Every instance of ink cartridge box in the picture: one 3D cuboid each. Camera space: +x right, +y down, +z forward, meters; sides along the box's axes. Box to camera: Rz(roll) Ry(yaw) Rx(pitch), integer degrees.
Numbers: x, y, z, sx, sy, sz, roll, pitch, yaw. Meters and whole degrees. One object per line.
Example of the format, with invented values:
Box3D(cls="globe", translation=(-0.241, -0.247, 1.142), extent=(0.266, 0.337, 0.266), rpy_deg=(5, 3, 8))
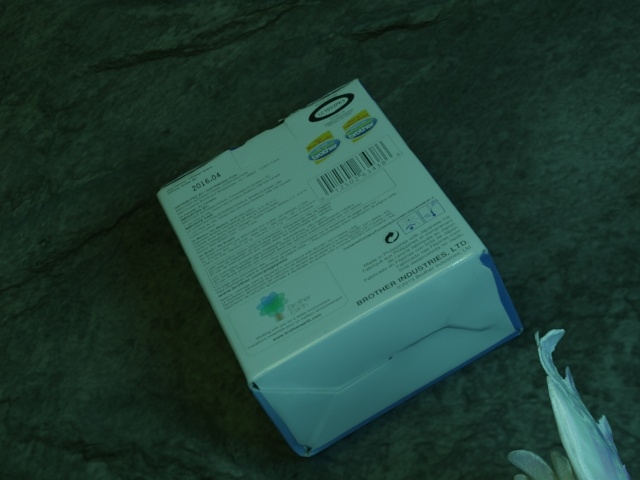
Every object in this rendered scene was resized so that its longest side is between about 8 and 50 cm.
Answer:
Box3D(cls="ink cartridge box", translation=(0.000, 0.000, 1.474), extent=(0.270, 0.151, 0.395), rpy_deg=(-29, 45, -2))

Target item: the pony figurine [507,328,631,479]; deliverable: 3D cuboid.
Box3D(cls="pony figurine", translation=(0.284, 0.258, 1.039), extent=(0.363, 0.303, 0.351), rpy_deg=(-12, 55, 2))
